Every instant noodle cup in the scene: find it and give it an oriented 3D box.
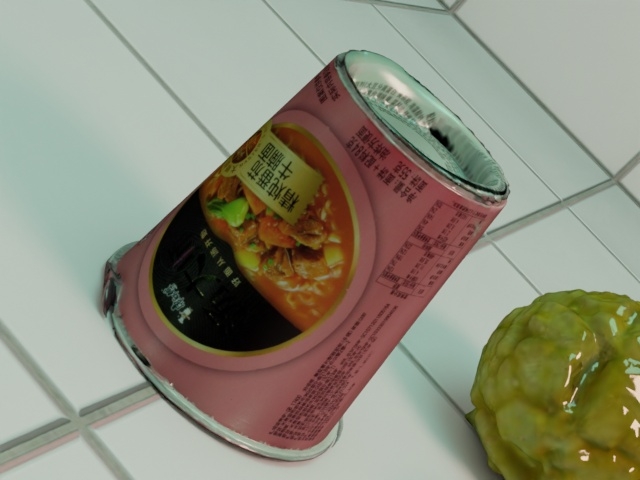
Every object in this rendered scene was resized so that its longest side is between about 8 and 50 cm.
[{"bbox_3d":[0.000,0.000,0.962,0.244,0.255,0.244,34,23,-17],"label":"instant noodle cup"}]

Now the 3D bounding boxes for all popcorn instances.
[{"bbox_3d":[0.256,0.157,1.212,0.249,0.249,0.225,32,-5,-29],"label":"popcorn"}]
